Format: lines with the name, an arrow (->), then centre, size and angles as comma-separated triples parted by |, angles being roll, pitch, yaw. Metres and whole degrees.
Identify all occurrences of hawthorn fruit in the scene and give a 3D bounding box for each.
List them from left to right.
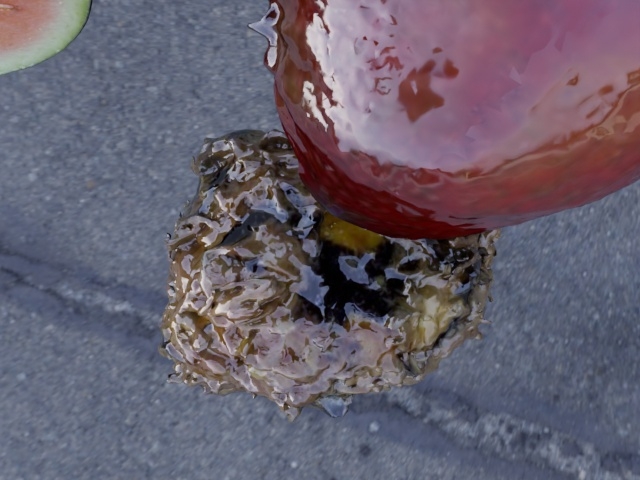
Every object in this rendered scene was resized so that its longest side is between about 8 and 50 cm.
hawthorn fruit -> 0.117, -0.135, 0.605 | 0.307, 0.265, 0.265 | -2, 99, 4

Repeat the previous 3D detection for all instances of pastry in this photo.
pastry -> 0.000, 0.000, 0.785 | 0.275, 0.275, 0.192 | -11, 109, 18

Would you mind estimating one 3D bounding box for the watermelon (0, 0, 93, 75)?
watermelon -> -0.142, -0.121, 0.420 | 0.135, 0.094, 0.125 | 7, 109, 45
